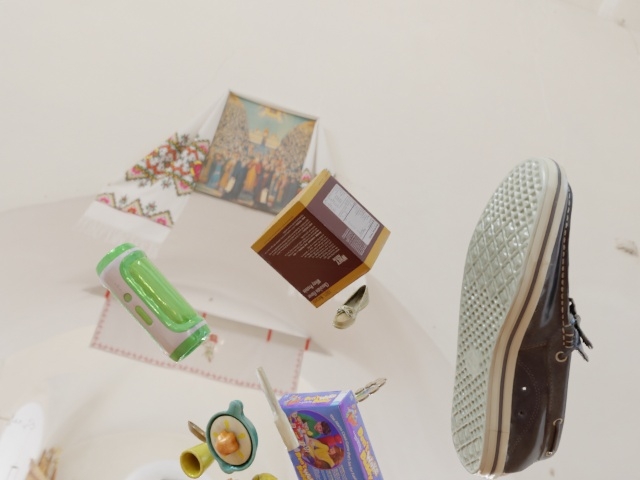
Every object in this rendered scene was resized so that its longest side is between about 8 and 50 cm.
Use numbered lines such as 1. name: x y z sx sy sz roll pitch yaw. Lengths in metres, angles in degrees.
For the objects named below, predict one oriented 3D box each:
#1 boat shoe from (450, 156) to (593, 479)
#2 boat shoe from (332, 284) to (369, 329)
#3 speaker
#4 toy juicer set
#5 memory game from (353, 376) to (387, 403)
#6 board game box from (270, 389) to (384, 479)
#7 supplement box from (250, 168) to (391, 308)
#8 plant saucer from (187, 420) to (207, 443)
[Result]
1. boat shoe: 0.311 0.125 0.862 0.155 0.187 0.501 1 -76 -9
2. boat shoe: 0.078 0.168 1.451 0.056 0.153 0.048 20 -52 30
3. speaker: -0.399 0.147 1.370 0.296 0.131 0.131 47 -38 5
4. toy juicer set: -0.166 0.458 1.235 0.209 0.089 0.329 45 -66 16
5. memory game: 0.121 0.465 1.726 0.186 0.186 0.012 -38 -99 48
6. board game box: 0.029 0.590 1.574 0.233 0.078 0.348 -13 -79 34
7. supplement box: 0.000 0.000 1.178 0.194 0.129 0.191 43 -47 -7
8. plant saucer: -0.295 0.470 1.392 0.083 0.015 0.083 36 -16 11
